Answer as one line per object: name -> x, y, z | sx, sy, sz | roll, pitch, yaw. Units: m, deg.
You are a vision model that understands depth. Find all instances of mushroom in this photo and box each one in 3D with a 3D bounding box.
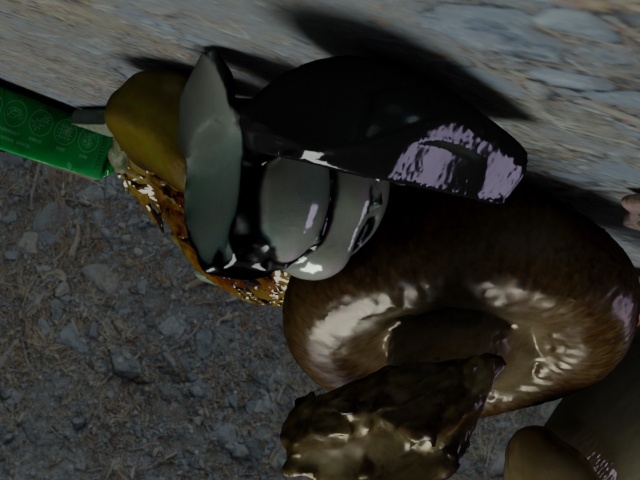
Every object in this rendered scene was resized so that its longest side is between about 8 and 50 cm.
mushroom -> 0.358, 0.161, 1.193 | 0.407, 0.138, 0.154 | -36, -161, -32
mushroom -> 0.140, 0.096, 1.044 | 0.334, 0.331, 0.356 | 54, -168, -46

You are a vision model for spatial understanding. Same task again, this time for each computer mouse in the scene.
computer mouse -> 0.040, -0.071, 0.693 | 0.122, 0.073, 0.217 | 18, -174, 35

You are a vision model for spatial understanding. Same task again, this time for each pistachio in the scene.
pistachio -> -0.121, -0.101, 0.991 | 0.189, 0.100, 0.110 | 35, 167, 45

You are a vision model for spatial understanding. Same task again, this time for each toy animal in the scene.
toy animal -> -0.022, -0.052, 0.878 | 0.179, 0.166, 0.138 | 3, -167, -44

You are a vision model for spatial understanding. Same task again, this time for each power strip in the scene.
power strip -> -0.289, -0.163, 1.555 | 0.060, 0.027, 0.252 | 18, 178, -26

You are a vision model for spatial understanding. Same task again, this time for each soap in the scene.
soap -> -0.449, -0.171, 1.675 | 0.217, 0.098, 0.273 | 12, 176, 42

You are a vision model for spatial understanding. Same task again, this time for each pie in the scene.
pie -> -0.115, -0.040, 1.228 | 0.308, 0.085, 0.308 | 30, 156, 15

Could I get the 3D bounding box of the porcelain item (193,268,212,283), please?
porcelain item -> 0.000, 0.000, 1.464 | 0.281, 0.157, 0.285 | 5, -174, -44

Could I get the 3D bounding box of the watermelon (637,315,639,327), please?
watermelon -> 0.461, 0.133, 1.525 | 0.128, 0.159, 0.303 | -30, 174, -46

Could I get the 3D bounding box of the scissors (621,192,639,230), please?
scissors -> 0.317, -0.008, 0.817 | 0.160, 0.024, 0.317 | 19, 178, -3
